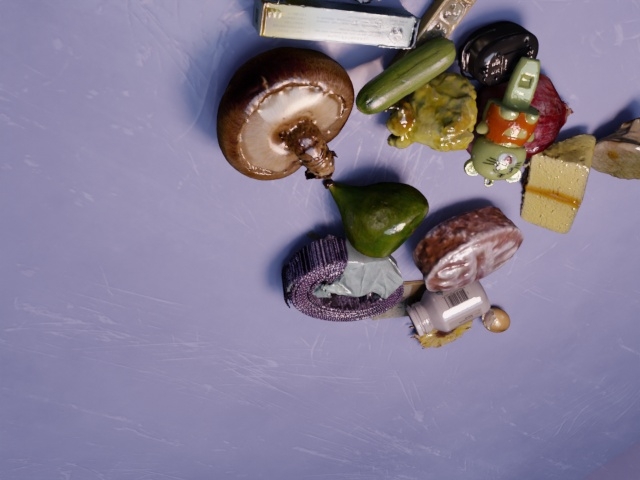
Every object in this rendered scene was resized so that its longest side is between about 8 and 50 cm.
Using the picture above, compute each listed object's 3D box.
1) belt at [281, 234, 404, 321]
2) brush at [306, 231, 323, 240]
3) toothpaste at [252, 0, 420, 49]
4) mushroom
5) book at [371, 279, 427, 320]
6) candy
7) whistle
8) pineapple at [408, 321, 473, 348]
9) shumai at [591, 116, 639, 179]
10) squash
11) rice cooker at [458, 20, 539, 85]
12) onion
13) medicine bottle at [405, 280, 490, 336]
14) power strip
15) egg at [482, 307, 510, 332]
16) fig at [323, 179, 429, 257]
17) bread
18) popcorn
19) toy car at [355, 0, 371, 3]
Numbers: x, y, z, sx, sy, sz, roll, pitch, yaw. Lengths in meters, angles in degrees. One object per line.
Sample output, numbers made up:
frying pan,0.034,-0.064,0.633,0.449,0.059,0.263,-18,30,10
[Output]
belt,0.066,0.107,1.559,0.325,0.122,0.260,15,133,-28
brush,0.000,0.000,1.533,0.084,0.013,0.016,30,117,-34
toothpaste,0.033,-0.418,1.144,0.313,0.089,0.071,-1,122,-17
mushroom,-0.067,-0.248,1.208,0.297,0.163,0.278,-34,123,10
book,0.251,0.174,1.762,0.199,0.016,0.138,-4,130,-16
candy,0.384,0.022,1.588,0.290,0.157,0.214,-24,147,-8
whistle,0.399,-0.242,1.274,0.131,0.106,0.288,9,119,-7
pineapple,0.378,0.269,1.855,0.221,0.047,0.221,-12,137,-12
shumai,0.793,-0.243,1.539,0.201,0.201,0.120,32,73,-36
squash,0.172,-0.332,1.207,0.239,0.069,0.069,-34,132,-3
rice cooker,0.376,-0.395,1.271,0.165,0.106,0.112,-25,136,-13
onion,0.483,-0.273,1.400,0.284,0.120,0.227,-8,135,-13
medicine bottle,0.358,0.186,1.706,0.215,0.135,0.135,-26,132,2
power strip,0.237,-0.438,1.225,0.064,0.044,0.305,22,119,-31
egg,0.558,0.253,1.891,0.096,0.080,0.080,21,120,-28
fig,0.119,-0.081,1.431,0.203,0.235,0.203,-47,169,-12
bread,0.632,-0.142,1.565,0.178,0.142,0.266,-29,145,-12
popcorn,0.239,-0.278,1.291,0.195,0.173,0.168,4,102,8
toy car,0.114,-0.532,1.096,0.095,0.056,0.205,25,114,-33
